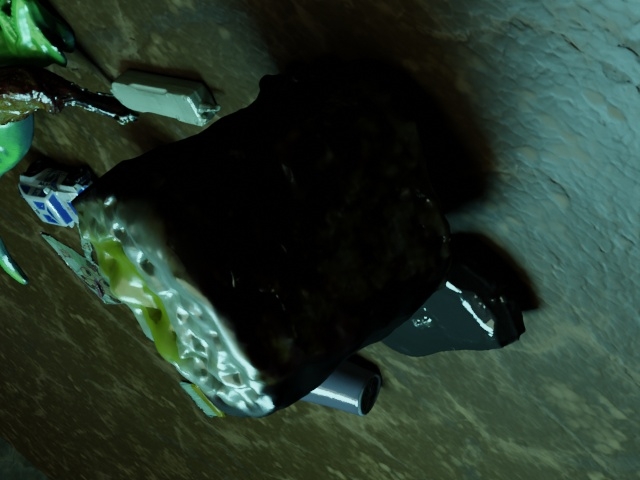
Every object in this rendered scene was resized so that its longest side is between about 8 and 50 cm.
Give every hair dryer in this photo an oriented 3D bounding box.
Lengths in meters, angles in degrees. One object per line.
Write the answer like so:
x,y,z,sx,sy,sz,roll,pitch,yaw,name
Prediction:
-0.079,0.080,1.898,0.301,0.121,0.361,17,142,25,hair dryer

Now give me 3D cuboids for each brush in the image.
-0.158,0.267,2.398,0.082,0.010,0.218,51,152,-20,brush

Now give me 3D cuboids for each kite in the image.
-0.370,0.036,2.323,0.229,0.012,0.250,29,151,21,kite

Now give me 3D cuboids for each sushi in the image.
-0.047,0.005,1.441,0.281,0.294,0.299,22,140,51,sushi

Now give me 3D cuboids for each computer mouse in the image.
0.133,0.069,1.595,0.122,0.073,0.217,50,148,-20,computer mouse

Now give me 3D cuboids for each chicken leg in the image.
-0.350,-0.172,1.782,0.253,0.051,0.106,1,149,7,chicken leg

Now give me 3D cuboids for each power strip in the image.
-0.181,-0.169,1.698,0.191,0.030,0.047,16,144,43,power strip

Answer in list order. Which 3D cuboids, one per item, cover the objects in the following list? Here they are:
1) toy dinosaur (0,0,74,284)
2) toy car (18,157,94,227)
-0.395,-0.132,1.959,0.375,0.144,0.500,2,135,35,toy dinosaur
-0.379,-0.065,2.097,0.171,0.070,0.080,12,143,45,toy car
